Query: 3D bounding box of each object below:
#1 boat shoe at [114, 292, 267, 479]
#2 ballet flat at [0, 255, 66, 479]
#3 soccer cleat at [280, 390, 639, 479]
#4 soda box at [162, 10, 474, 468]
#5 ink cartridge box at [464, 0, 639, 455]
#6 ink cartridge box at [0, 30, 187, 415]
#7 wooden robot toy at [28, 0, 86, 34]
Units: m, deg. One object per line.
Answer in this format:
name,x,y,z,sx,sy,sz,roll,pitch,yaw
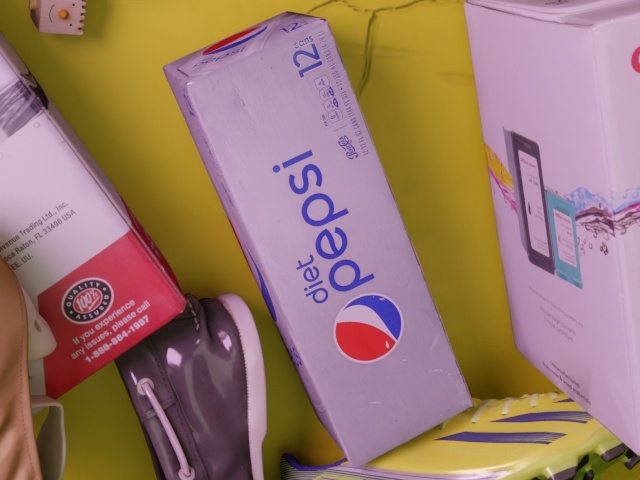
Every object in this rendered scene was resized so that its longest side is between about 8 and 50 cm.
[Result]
boat shoe,-0.081,0.201,0.788,0.095,0.112,0.335,-10,101,-20
ballet flat,-0.180,0.081,0.639,0.073,0.080,0.232,-16,117,-41
soccer cleat,0.106,0.145,0.819,0.289,0.121,0.093,-21,148,-2
soda box,0.000,0.000,0.766,0.098,0.091,0.286,-26,111,-9
ink cartridge box,0.236,-0.042,0.763,0.198,0.197,0.270,-15,109,-11
ink cartridge box,-0.239,-0.025,0.680,0.197,0.114,0.273,-35,112,-4
wooden robot toy,-0.126,-0.207,0.689,0.079,0.076,0.173,0,106,-27
